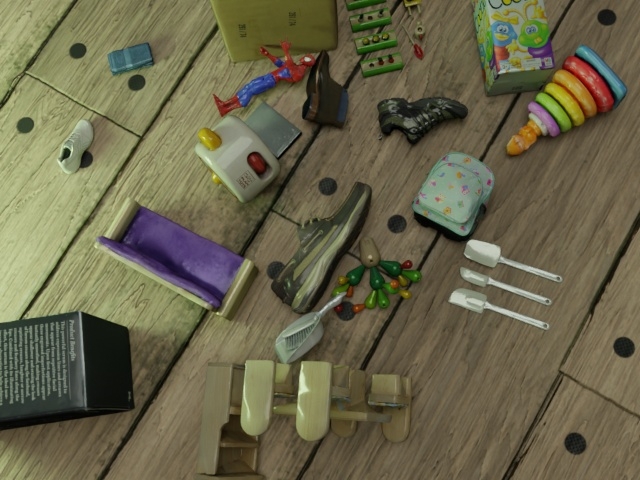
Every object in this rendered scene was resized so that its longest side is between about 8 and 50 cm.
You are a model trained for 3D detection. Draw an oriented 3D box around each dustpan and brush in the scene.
[{"bbox_3d":[-0.020,0.193,1.696,0.211,0.147,0.060,-30,106,-6],"label":"dustpan and brush"}]

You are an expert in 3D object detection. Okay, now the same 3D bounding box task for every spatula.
[{"bbox_3d":[0.444,0.107,1.740,0.241,0.019,0.168,18,77,9],"label":"spatula"}]

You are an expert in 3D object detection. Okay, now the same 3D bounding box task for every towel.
[{"bbox_3d":[-0.511,-0.489,1.969,0.119,0.029,0.067,-15,75,2],"label":"towel"}]

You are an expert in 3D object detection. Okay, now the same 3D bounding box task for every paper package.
[{"bbox_3d":[-0.115,-0.606,1.811,0.309,0.325,0.168,-6,76,3],"label":"paper package"}]

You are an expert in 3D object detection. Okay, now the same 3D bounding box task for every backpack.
[{"bbox_3d":[0.322,-0.115,1.745,0.165,0.144,0.188,28,77,17],"label":"backpack"}]

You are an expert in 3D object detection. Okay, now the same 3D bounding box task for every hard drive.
[{"bbox_3d":[-0.127,-0.284,1.887,0.135,0.022,0.094,40,82,13],"label":"hard drive"}]

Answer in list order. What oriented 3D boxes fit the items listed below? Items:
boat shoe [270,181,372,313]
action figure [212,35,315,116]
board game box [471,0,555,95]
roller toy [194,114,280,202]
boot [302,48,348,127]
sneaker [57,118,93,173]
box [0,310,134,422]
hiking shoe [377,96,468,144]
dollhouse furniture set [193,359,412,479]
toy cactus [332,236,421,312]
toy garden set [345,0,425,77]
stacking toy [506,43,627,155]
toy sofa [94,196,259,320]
[{"bbox_3d":[0.000,0.000,1.749,0.130,0.132,0.355,30,79,11],"label":"boat shoe"},{"bbox_3d":[-0.152,-0.436,1.865,0.280,0.139,0.091,-23,33,-1],"label":"action figure"},{"bbox_3d":[0.475,-0.522,1.822,0.144,0.142,0.276,-7,79,0],"label":"board game box"},{"bbox_3d":[-0.206,-0.193,1.781,0.146,0.209,0.191,-44,85,-6],"label":"roller toy"},{"bbox_3d":[0.021,-0.387,1.889,0.106,0.082,0.219,18,65,-17],"label":"boot"},{"bbox_3d":[-0.637,-0.251,1.905,0.053,0.061,0.152,14,76,10],"label":"sneaker"},{"bbox_3d":[-0.662,0.305,1.646,0.395,0.293,0.212,-8,76,3],"label":"box"},{"bbox_3d":[0.255,-0.297,1.837,0.226,0.086,0.114,1,89,11],"label":"hiking shoe"},{"bbox_3d":[-0.053,0.398,1.550,0.394,0.362,0.257,-4,75,31],"label":"dollhouse furniture set"},{"bbox_3d":[0.123,0.076,1.743,0.218,0.112,0.181,-18,65,10],"label":"toy cactus"},{"bbox_3d":[0.184,-0.568,1.917,0.203,0.049,0.244,-13,75,2],"label":"toy garden set"},{"bbox_3d":[0.572,-0.314,1.785,0.302,0.175,0.166,-40,78,9],"label":"stacking toy"},{"bbox_3d":[-0.340,0.040,1.745,0.362,0.177,0.150,27,80,12],"label":"toy sofa"}]
